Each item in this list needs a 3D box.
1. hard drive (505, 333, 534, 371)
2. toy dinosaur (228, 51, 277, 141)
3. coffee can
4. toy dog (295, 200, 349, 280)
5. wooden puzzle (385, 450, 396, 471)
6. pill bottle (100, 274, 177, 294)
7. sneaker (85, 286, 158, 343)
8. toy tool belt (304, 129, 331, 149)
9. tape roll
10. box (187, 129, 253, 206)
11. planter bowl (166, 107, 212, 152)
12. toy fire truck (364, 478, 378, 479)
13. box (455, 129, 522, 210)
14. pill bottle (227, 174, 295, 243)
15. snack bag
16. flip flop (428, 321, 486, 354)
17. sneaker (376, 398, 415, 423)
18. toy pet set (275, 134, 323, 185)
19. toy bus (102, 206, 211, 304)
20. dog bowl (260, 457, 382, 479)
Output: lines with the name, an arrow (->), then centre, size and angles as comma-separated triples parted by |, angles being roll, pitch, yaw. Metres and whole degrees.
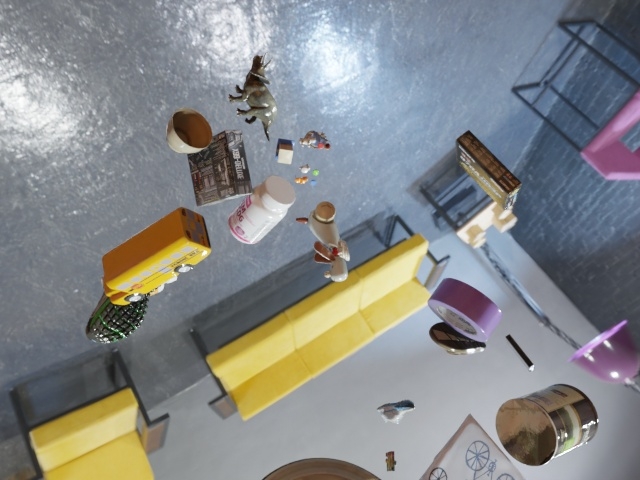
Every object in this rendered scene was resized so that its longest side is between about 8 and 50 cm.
hard drive -> 0.741, 0.419, 1.812 | 0.022, 0.135, 0.094 | -34, 146, 5
toy dinosaur -> -0.223, -0.494, 1.751 | 0.160, 0.313, 0.121 | -5, -152, 22
coffee can -> 0.731, 0.587, 1.574 | 0.275, 0.201, 0.201 | 1, 139, -37
toy dog -> 0.000, 0.000, 1.966 | 0.161, 0.333, 0.220 | -11, 146, -6
wooden puzzle -> 0.190, 0.599, 1.322 | 0.006, 0.049, 0.083 | 8, 152, -10
pill bottle -> -0.676, 0.151, 1.831 | 0.246, 0.136, 0.136 | -24, 154, -29
sneaker -> -0.590, 0.168, 1.450 | 0.146, 0.343, 0.134 | -5, 125, 18
toy tool belt -> -0.004, -0.285, 1.391 | 0.052, 0.083, 0.051 | -66, -166, -5
tape roll -> 0.397, 0.192, 1.350 | 0.080, 0.189, 0.189 | -50, 159, -13
box -> -0.395, -0.271, 1.881 | 0.077, 0.242, 0.308 | -12, -178, -43
planter bowl -> -0.489, -0.382, 1.762 | 0.109, 0.162, 0.162 | -24, 169, 41
toy fire truck -> 0.009, 0.414, 0.550 | 0.302, 0.253, 0.169 | -12, 149, 15
box -> 0.485, -0.201, 1.420 | 0.051, 0.220, 0.175 | -39, 161, 6
pill bottle -> -0.229, -0.120, 1.896 | 0.160, 0.160, 0.283 | -9, 157, -45
snack bag -> 0.412, 0.723, 1.395 | 0.342, 0.323, 0.037 | -45, -163, -16
flip flop -> 0.451, 0.339, 1.622 | 0.277, 0.112, 0.080 | 14, 128, -44
sneaker -> 0.324, 0.715, 2.023 | 0.071, 0.082, 0.191 | -16, 169, -44
toy pet set -> -0.058, -0.217, 1.254 | 0.114, 0.065, 0.122 | 7, 126, -9
toy bus -> -0.431, 0.048, 1.237 | 0.333, 0.108, 0.130 | -28, 155, 19
dog bowl -> 0.011, 0.664, 0.979 | 0.408, 0.408, 0.150 | -14, 132, -40
